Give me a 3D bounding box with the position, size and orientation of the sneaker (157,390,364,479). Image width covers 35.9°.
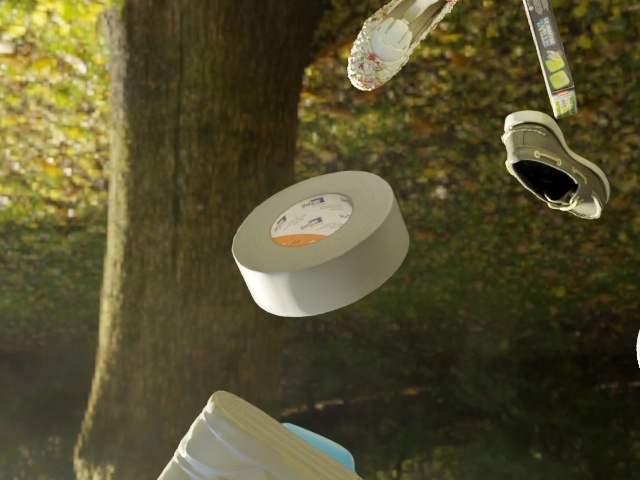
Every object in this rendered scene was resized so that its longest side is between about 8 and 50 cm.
[{"bbox_3d":[-0.040,0.306,1.039,0.292,0.169,0.108,37,-173,-5],"label":"sneaker"}]

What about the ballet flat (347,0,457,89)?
[{"bbox_3d":[0.126,-0.327,1.454,0.091,0.241,0.077,39,174,-4],"label":"ballet flat"}]

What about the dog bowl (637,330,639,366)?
[{"bbox_3d":[0.702,0.193,1.740,0.265,0.265,0.104,-17,-172,41],"label":"dog bowl"}]

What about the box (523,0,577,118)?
[{"bbox_3d":[0.349,-0.303,1.512,0.036,0.207,0.114,-15,163,14],"label":"box"}]

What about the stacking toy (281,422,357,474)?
[{"bbox_3d":[-0.096,0.402,1.565,0.166,0.175,0.302,31,151,-27],"label":"stacking toy"}]

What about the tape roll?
[{"bbox_3d":[0.000,0.000,1.268,0.219,0.219,0.072,-9,123,22],"label":"tape roll"}]

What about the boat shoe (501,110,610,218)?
[{"bbox_3d":[0.402,-0.106,1.682,0.109,0.091,0.305,-9,148,38],"label":"boat shoe"}]
